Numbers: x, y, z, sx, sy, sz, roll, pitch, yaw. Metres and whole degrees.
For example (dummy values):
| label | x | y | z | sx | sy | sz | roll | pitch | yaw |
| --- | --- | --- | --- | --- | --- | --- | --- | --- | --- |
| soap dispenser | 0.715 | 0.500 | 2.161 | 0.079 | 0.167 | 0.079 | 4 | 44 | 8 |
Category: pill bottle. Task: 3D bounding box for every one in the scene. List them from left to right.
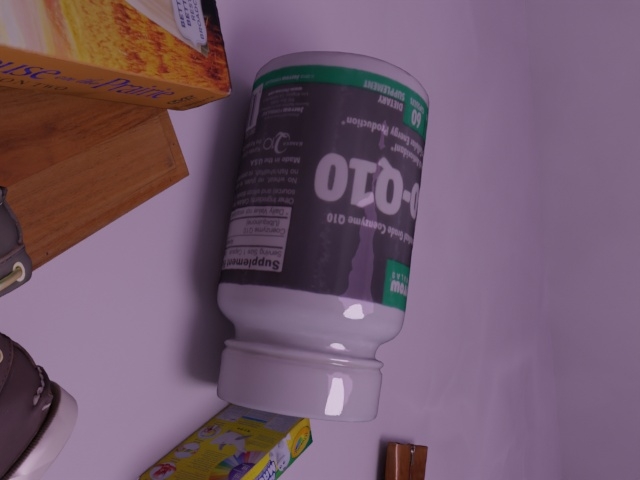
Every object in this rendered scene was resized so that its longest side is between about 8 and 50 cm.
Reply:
| label | x | y | z | sx | sy | sz | roll | pitch | yaw |
| --- | --- | --- | --- | --- | --- | --- | --- | --- | --- |
| pill bottle | 0.000 | 0.000 | 0.685 | 0.204 | 0.204 | 0.361 | 21 | 74 | -56 |

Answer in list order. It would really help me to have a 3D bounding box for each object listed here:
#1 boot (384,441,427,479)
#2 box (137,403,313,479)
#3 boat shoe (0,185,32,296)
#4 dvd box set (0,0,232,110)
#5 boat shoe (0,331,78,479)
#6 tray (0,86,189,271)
| label | x | y | z | sx | sy | sz | roll | pitch | yaw |
| --- | --- | --- | --- | --- | --- | --- | --- | --- | --- |
| boot | 0.119 | 0.471 | 1.000 | 0.264 | 0.096 | 0.280 | 23 | 72 | -55 |
| box | -0.098 | 0.230 | 0.638 | 0.179 | 0.105 | 0.043 | -27 | 113 | -53 |
| boat shoe | -0.251 | 0.054 | 0.253 | 0.305 | 0.109 | 0.091 | -50 | 127 | -49 |
| dvd box set | -0.195 | -0.236 | 0.314 | 0.420 | 0.062 | 0.307 | -18 | 96 | -69 |
| boat shoe | -0.277 | 0.189 | 0.354 | 0.096 | 0.117 | 0.324 | 63 | 38 | -30 |
| tray | -0.266 | -0.051 | 0.390 | 0.411 | 0.076 | 0.202 | -44 | 127 | -46 |
